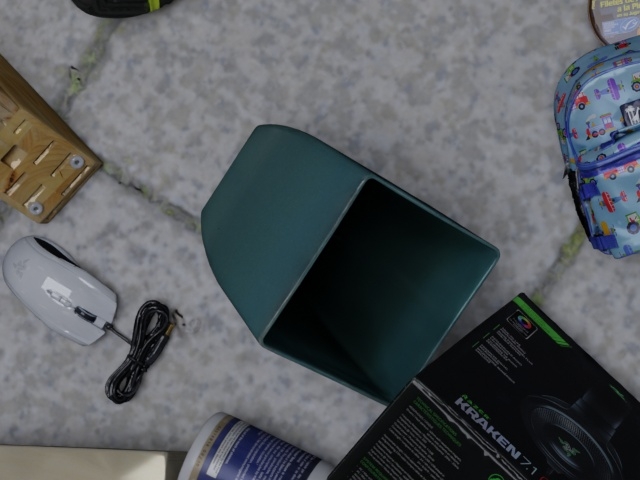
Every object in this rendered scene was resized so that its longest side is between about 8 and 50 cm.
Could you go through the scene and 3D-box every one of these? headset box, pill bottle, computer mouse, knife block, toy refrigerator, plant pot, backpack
[{"bbox_3d":[0.182,0.198,1.304,0.246,0.283,0.131,44,117,11],"label":"headset box"},{"bbox_3d":[-0.041,0.236,1.443,0.169,0.094,0.094,24,95,12],"label":"pill bottle"},{"bbox_3d":[-0.241,0.067,1.518,0.193,0.042,0.106,34,98,11],"label":"computer mouse"},{"bbox_3d":[-0.364,-0.165,1.540,0.088,0.242,0.275,-46,125,10],"label":"knife block"},{"bbox_3d":[-0.265,0.250,1.498,0.269,0.094,0.102,0,82,12],"label":"toy refrigerator"},{"bbox_3d":[0.000,0.000,1.365,0.165,0.165,0.234,-57,37,6],"label":"plant pot"},{"bbox_3d":[0.284,-0.088,1.348,0.158,0.117,0.173,-16,97,13],"label":"backpack"}]

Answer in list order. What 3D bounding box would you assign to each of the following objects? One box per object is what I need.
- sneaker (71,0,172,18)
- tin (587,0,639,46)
[{"bbox_3d":[-0.134,-0.389,1.472,0.147,0.145,0.385,39,102,42],"label":"sneaker"},{"bbox_3d":[0.337,-0.218,1.392,0.189,0.040,0.106,-8,92,13],"label":"tin"}]
